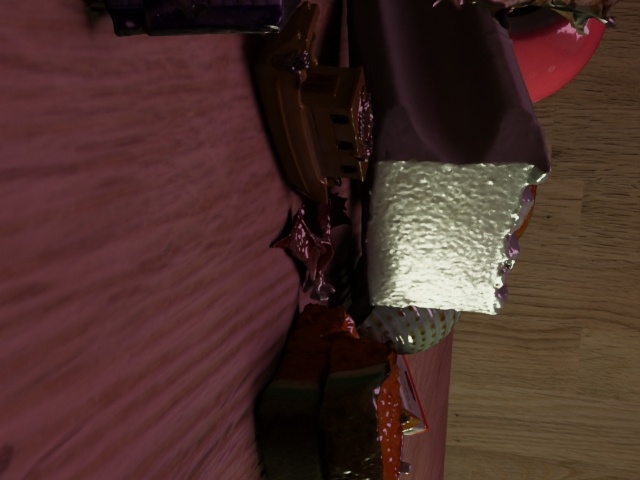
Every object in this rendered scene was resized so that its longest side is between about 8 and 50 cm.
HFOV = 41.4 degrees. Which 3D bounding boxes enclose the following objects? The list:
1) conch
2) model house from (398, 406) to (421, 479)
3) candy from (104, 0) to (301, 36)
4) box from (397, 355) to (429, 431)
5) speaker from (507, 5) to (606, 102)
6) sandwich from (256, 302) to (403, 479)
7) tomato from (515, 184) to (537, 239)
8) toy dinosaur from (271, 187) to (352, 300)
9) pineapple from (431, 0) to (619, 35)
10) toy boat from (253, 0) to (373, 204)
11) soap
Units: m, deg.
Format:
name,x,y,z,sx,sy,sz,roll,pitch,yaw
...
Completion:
name,x,y,z,sx,sy,sz,roll,pitch,yaw
conch,0.104,0.070,0.996,0.172,0.131,0.199,-38,-156,55
model house,0.060,0.228,0.977,0.088,0.100,0.100,51,46,-72
candy,-0.064,-0.230,0.307,0.061,0.088,0.312,-74,163,-55
box,0.116,0.221,1.259,0.245,0.035,0.139,46,25,-71
speaker,0.244,-0.317,1.167,0.294,0.295,0.294,5,90,-77
sandwich,0.018,0.168,0.785,0.292,0.109,0.212,68,23,-68
tomato,0.341,-0.117,1.808,0.270,0.223,0.270,-161,-90,-89
toy dinosaur,-0.001,0.000,0.790,0.220,0.032,0.108,-27,124,-72
pineapple,0.149,-0.349,0.617,0.300,0.353,0.352,-112,-168,-48
toy boat,0.000,-0.100,0.655,0.200,0.077,0.057,74,25,-57
soap,0.111,-0.105,0.869,0.257,0.159,0.302,85,2,-51
